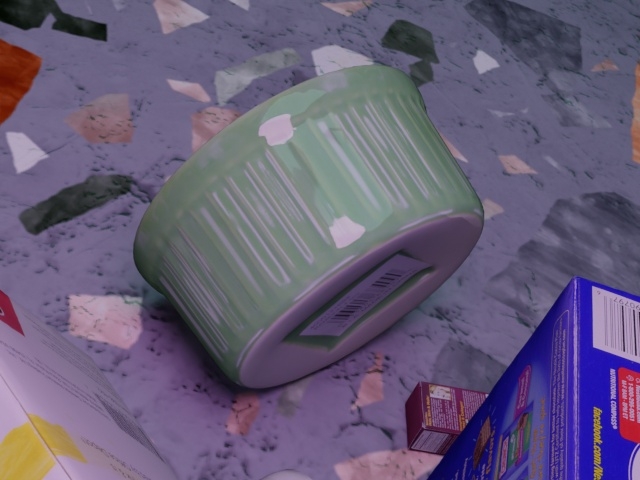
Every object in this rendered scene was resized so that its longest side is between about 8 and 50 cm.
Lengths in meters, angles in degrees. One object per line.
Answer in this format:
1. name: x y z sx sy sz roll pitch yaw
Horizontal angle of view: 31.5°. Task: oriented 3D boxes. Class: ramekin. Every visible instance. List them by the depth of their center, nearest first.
1. ramekin: 0.000 0.000 1.016 0.303 0.303 0.148 -21 67 -35

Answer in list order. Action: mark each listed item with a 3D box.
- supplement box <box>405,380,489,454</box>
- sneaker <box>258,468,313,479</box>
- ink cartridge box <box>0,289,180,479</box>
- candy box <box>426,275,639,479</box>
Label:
1. supplement box: 0.127 0.173 1.078 0.083 0.043 0.055 12 46 -12
2. sneaker: -0.018 0.333 0.811 0.150 0.135 0.365 -2 49 -27
3. ink cartridge box: -0.172 0.200 0.710 0.160 0.279 0.385 -42 57 -6
4. candy box: 0.167 0.231 0.848 0.122 0.317 0.268 20 46 -7
